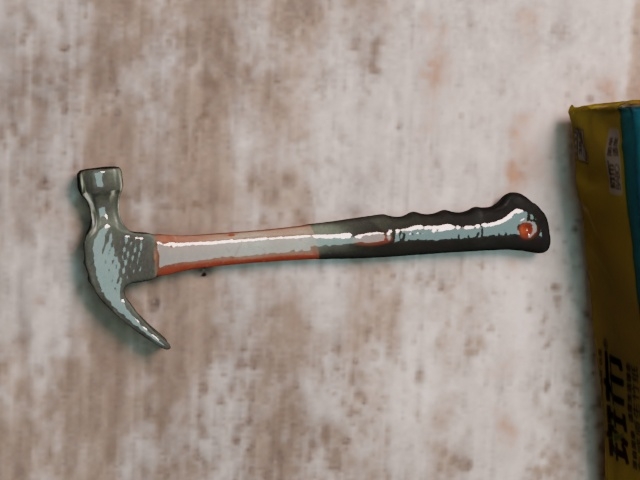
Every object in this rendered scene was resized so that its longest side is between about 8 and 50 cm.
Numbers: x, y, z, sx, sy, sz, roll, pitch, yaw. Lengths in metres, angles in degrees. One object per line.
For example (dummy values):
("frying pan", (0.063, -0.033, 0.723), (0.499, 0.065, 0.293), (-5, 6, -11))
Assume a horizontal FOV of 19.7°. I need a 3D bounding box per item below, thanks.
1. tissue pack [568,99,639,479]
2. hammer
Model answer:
("tissue pack", (0.263, 0.035, 1.123), (0.192, 0.134, 0.271), (-8, 98, -11))
("hammer", (0.000, 0.000, 1.112), (0.287, 0.033, 0.111), (-5, 97, -12))
